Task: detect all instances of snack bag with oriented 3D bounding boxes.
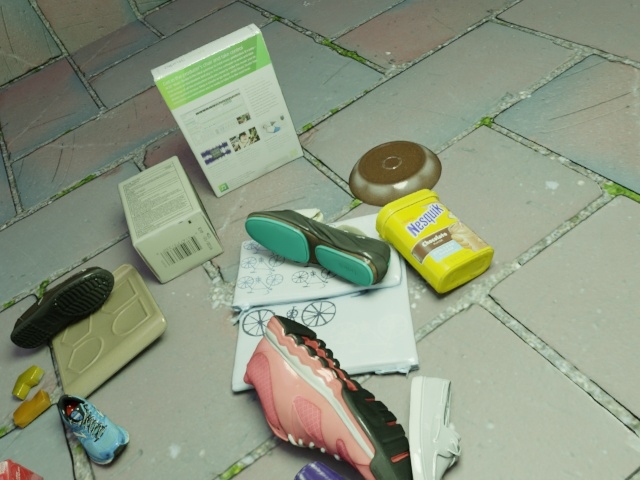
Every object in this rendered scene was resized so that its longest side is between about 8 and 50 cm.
[{"bbox_3d":[-0.005,0.098,0.950,0.323,0.037,0.343,-10,45,11],"label":"snack bag"}]

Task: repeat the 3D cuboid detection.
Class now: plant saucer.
[{"bbox_3d":[0.152,-0.152,1.133,0.198,0.036,0.199,-10,45,10],"label":"plant saucer"}]

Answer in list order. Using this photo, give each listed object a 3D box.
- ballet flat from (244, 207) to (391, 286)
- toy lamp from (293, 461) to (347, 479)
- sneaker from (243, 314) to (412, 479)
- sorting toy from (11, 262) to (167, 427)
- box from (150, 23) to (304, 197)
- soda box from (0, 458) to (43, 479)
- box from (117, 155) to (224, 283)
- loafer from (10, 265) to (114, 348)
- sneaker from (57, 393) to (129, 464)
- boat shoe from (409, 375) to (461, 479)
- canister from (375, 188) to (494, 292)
[{"bbox_3d":[0.000,0.000,0.962,0.280,0.095,0.096,23,48,24],"label":"ballet flat"},{"bbox_3d":[0.064,0.371,0.627,0.080,0.080,0.274,-39,48,-18],"label":"toy lamp"},{"bbox_3d":[0.001,0.250,0.769,0.136,0.116,0.314,-53,53,8],"label":"sneaker"},{"bbox_3d":[-0.444,0.198,1.025,0.307,0.041,0.229,-40,44,-10],"label":"sorting toy"},{"bbox_3d":[-0.186,-0.269,1.170,0.232,0.322,0.058,-27,47,-7],"label":"box"},{"bbox_3d":[-0.431,0.441,0.738,0.083,0.092,0.263,-30,45,-8],"label":"soda box"},{"bbox_3d":[-0.321,-0.049,1.149,0.148,0.127,0.232,-28,44,-6],"label":"box"},{"bbox_3d":[-0.501,0.114,1.043,0.220,0.080,0.078,-34,43,-3],"label":"loafer"},{"bbox_3d":[-0.374,0.299,0.868,0.162,0.073,0.063,18,56,34],"label":"sneaker"},{"bbox_3d":[0.153,0.263,0.715,0.063,0.066,0.184,-7,36,16],"label":"boat shoe"},{"bbox_3d":[0.193,-0.001,0.922,0.126,0.073,0.170,-23,50,-22],"label":"canister"}]
